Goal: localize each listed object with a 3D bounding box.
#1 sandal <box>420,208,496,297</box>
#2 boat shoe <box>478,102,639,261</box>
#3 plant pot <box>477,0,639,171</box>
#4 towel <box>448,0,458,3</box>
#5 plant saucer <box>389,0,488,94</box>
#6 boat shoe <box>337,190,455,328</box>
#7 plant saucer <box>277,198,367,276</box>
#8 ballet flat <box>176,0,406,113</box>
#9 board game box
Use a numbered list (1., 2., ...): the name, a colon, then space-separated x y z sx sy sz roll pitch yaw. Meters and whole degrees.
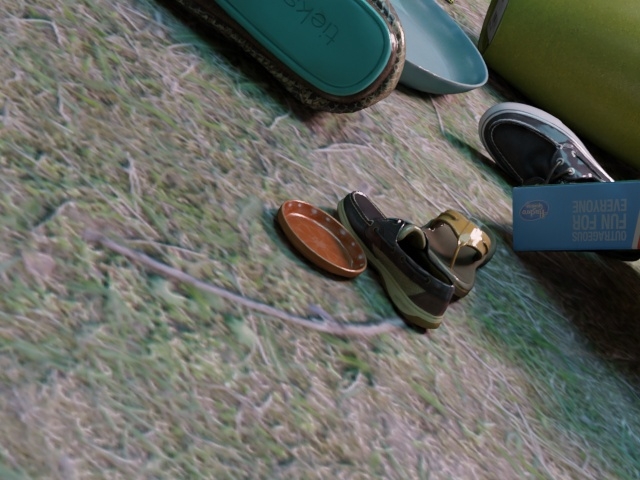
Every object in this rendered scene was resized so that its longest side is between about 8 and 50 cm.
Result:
1. sandal: 0.125 0.000 1.491 0.072 0.049 0.180 41 22 7
2. boat shoe: 0.260 -0.056 1.791 0.228 0.080 0.076 43 19 -11
3. plant pot: 0.353 -0.238 2.090 0.293 0.275 0.275 19 25 -7
4. towel: 0.144 -0.348 2.258 0.083 0.009 0.060 29 23 -25
5. plant saucer: 0.051 -0.263 1.901 0.317 0.044 0.317 33 22 -15
6. boat shoe: 0.066 0.007 1.384 0.056 0.049 0.152 14 33 -46
7. plant saucer: 0.000 0.000 1.343 0.083 0.013 0.083 32 23 -15
8. ballet flat: -0.122 -0.295 1.589 0.483 0.164 0.182 42 0 -8
9. board game box: 0.380 -0.020 1.654 0.316 0.064 0.242 1 -2 -41
